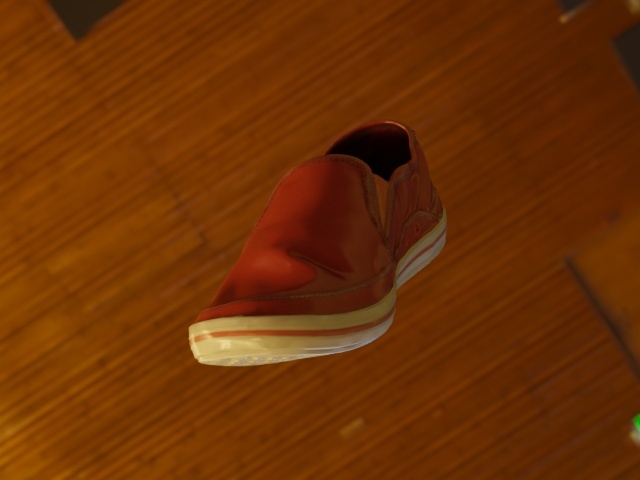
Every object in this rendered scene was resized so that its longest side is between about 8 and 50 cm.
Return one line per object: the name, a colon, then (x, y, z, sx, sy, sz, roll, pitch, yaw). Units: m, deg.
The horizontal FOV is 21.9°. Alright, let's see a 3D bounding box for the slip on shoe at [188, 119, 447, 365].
slip on shoe: (0.000, 0.000, 1.054, 0.331, 0.123, 0.101, -43, -57, -63)
